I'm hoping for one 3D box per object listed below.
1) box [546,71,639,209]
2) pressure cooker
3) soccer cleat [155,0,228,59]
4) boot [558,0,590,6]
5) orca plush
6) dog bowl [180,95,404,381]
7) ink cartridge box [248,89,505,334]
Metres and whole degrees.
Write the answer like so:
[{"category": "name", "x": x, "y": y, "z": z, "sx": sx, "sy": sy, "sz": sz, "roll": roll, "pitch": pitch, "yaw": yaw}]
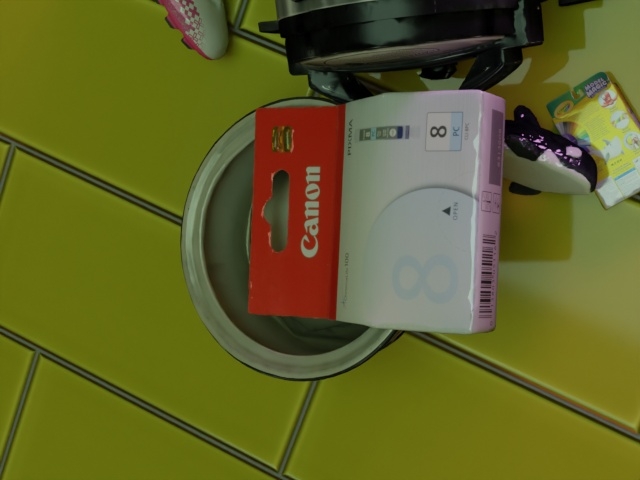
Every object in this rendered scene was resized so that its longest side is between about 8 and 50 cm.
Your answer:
[{"category": "box", "x": 0.415, "y": -0.147, "z": 1.750, "sx": 0.105, "sy": 0.043, "sz": 0.179, "roll": -31, "pitch": 88, "yaw": 23}, {"category": "pressure cooker", "x": 0.116, "y": -0.388, "z": 1.656, "sx": 0.376, "sy": 0.370, "sz": 0.420, "roll": -8, "pitch": 97, "yaw": -19}, {"category": "soccer cleat", "x": -0.202, "y": -0.452, "z": 1.896, "sx": 0.143, "sy": 0.116, "sz": 0.331, "roll": -25, "pitch": 88, "yaw": 22}, {"category": "boot", "x": 0.386, "y": -0.393, "z": 1.724, "sx": 0.121, "sy": 0.045, "sz": 0.099, "roll": -6, "pitch": 92, "yaw": 22}, {"category": "orca plush", "x": 0.277, "y": -0.146, "z": 1.775, "sx": 0.287, "sy": 0.151, "sz": 0.102, "roll": 9, "pitch": 64, "yaw": 38}, {"category": "dog bowl", "x": 0.000, "y": 0.000, "z": 1.782, "sx": 0.408, "sy": 0.150, "sz": 0.408, "roll": -1, "pitch": 88, "yaw": 30}, {"category": "ink cartridge box", "x": 0.052, "y": -0.040, "z": 1.618, "sx": 0.385, "sy": 0.091, "sz": 0.308, "roll": 2, "pitch": 89, "yaw": 28}]
